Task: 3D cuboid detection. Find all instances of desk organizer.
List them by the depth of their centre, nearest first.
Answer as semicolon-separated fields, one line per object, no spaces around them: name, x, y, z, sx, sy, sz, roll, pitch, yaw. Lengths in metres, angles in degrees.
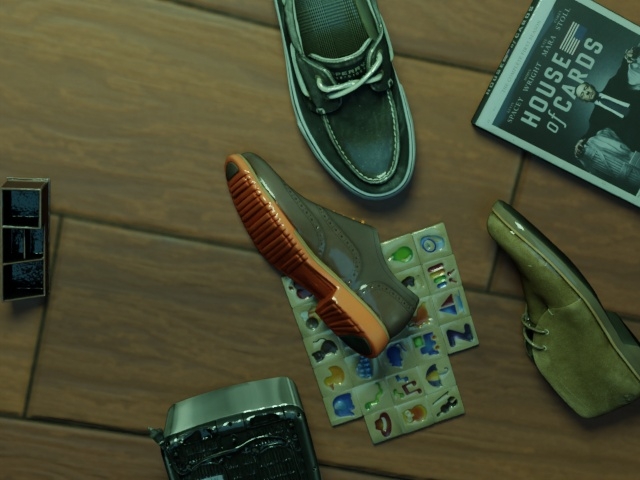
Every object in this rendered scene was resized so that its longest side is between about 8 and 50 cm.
desk organizer;-0.320;0.000;1.108;0.047;0.050;0.130;2;104;-7

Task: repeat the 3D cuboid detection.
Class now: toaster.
toaster;-0.089;0.253;1.167;0.168;0.110;0.185;-15;106;-3

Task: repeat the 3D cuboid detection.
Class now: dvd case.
dvd case;0.313;-0.160;1.151;0.239;0.029;0.179;24;100;-12

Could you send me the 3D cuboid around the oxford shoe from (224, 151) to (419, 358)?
oxford shoe;0.000;0.000;1.134;0.098;0.097;0.271;-42;98;-22

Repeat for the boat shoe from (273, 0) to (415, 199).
boat shoe;0.014;-0.189;1.062;0.121;0.119;0.335;-23;105;0

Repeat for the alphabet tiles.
alphabet tiles;0.084;0.118;1.206;0.198;0.009;0.237;-19;106;-2

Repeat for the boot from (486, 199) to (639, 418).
boot;0.269;0.088;1.174;0.115;0.112;0.305;-36;108;14
